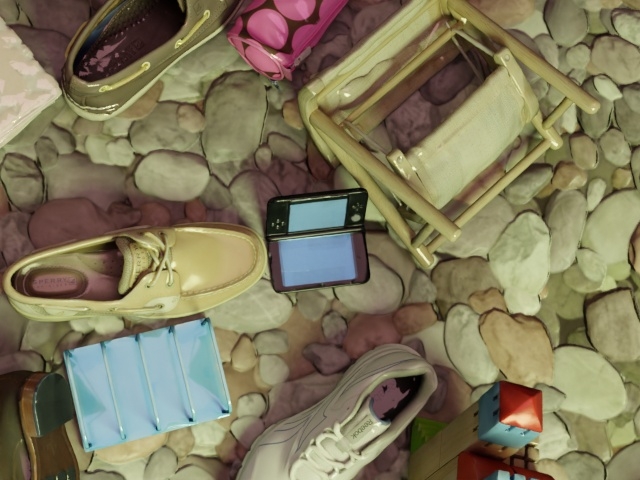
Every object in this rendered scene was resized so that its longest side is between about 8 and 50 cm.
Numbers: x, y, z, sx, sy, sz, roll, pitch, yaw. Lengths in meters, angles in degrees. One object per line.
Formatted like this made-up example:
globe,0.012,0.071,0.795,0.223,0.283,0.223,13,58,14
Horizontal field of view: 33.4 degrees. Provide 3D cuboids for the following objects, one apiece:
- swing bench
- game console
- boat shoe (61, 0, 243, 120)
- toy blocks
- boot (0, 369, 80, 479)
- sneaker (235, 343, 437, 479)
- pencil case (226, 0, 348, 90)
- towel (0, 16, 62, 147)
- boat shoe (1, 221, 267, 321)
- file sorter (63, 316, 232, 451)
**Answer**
swing bench,0.143,-0.152,1.280,0.253,0.165,0.254,-41,84,-13
game console,0.000,0.000,1.273,0.122,0.107,0.071,-7,54,-10
boat shoe,-0.184,-0.280,1.272,0.116,0.097,0.324,43,76,0
toy blocks,0.172,0.323,1.090,0.191,0.261,0.381,16,57,-12
boot,-0.332,0.246,1.183,0.106,0.082,0.219,5,98,26
sneaker,0.014,0.224,1.208,0.111,0.129,0.297,46,77,-2
pencil case,-0.017,-0.292,1.309,0.098,0.095,0.209,28,76,32
towel,-0.520,-0.194,1.221,0.317,0.053,0.332,-40,90,-15
boat shoe,-0.206,0.035,1.215,0.302,0.098,0.109,-6,82,-11
file sorter,-0.193,0.159,1.194,0.170,0.104,0.118,-13,83,-12
